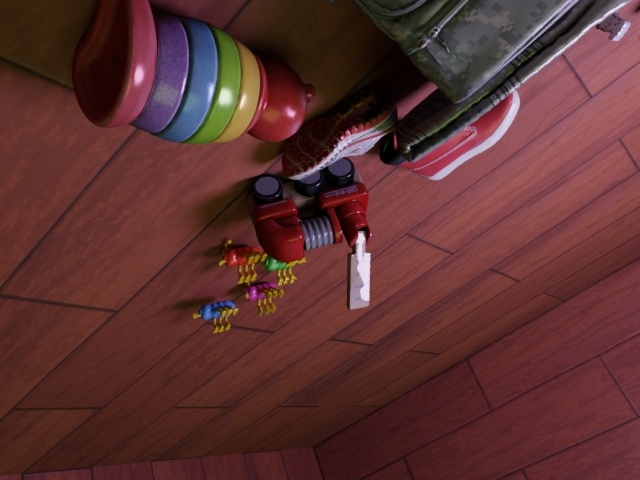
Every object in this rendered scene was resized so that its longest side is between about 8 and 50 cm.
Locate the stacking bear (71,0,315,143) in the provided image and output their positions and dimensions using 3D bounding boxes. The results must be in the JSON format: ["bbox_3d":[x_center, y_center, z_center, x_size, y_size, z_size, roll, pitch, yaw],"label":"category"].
[{"bbox_3d":[-0.141,-0.202,0.728,0.289,0.164,0.175,3,142,-43],"label":"stacking bear"}]

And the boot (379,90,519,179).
[{"bbox_3d":[0.227,-0.209,1.013,0.176,0.088,0.244,10,140,-40],"label":"boot"}]

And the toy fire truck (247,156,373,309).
[{"bbox_3d":[0.000,0.000,1.031,0.217,0.246,0.158,-16,148,-11],"label":"toy fire truck"}]

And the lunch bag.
[{"bbox_3d":[0.167,-0.349,0.632,0.256,0.212,0.305,43,118,-13],"label":"lunch bag"}]

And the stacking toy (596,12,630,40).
[{"bbox_3d":[0.596,-0.430,0.939,0.167,0.052,0.221,-6,144,-28],"label":"stacking toy"}]

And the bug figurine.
[{"bbox_3d":[-0.161,0.093,1.247,0.216,0.072,0.279,-5,141,-37],"label":"bug figurine"}]

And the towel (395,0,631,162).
[{"bbox_3d":[0.238,-0.241,0.798,0.324,0.056,0.312,-37,-172,15],"label":"towel"}]

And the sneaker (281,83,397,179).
[{"bbox_3d":[0.036,-0.166,0.952,0.225,0.088,0.093,-29,150,11],"label":"sneaker"}]
